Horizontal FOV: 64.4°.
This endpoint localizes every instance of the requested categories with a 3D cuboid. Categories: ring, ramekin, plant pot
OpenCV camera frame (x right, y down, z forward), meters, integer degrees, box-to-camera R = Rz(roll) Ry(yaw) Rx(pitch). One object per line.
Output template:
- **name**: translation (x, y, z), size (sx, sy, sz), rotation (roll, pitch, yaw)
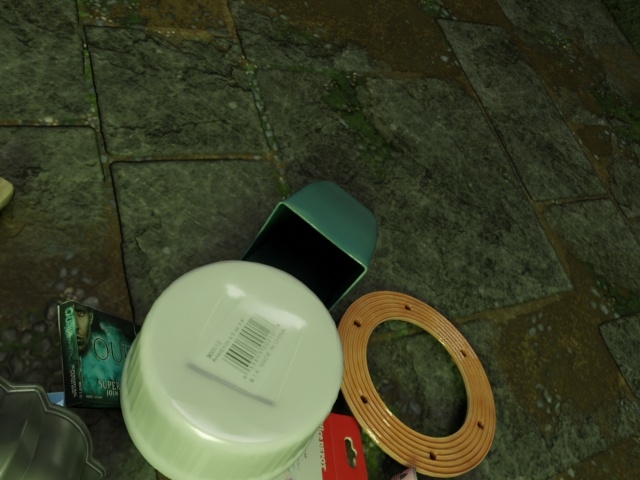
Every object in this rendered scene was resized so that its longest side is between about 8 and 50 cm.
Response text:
- **ring**: translation (0.165, 0.238, 0.889), size (0.337, 0.032, 0.336), rotation (21, 43, -21)
- **ramekin**: translation (-0.105, 0.159, 0.649), size (0.277, 0.135, 0.277), rotation (12, 52, -16)
- **plant pot**: translation (0.000, 0.000, 0.887), size (0.166, 0.165, 0.234), rotation (39, 31, 0)

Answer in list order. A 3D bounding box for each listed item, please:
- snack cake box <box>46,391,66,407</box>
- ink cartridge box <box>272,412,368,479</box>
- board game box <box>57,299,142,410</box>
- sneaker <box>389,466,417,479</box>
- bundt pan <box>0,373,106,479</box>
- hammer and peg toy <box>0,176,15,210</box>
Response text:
- **snack cake box**: translation (-0.430, 0.244, 0.569), size (0.265, 0.152, 0.089), rotation (0, 62, -25)
- **ink cartridge box**: translation (-0.056, 0.309, 0.725), size (0.231, 0.078, 0.134), rotation (15, 34, -16)
- **board game box**: translation (-0.277, 0.161, 0.678), size (0.026, 0.186, 0.126), rotation (-19, 68, 3)
- **sneaker**: translation (0.217, 0.451, 0.749), size (0.319, 0.131, 0.112), rotation (30, 17, -9)
- **bundt pan**: translation (-0.365, 0.283, 0.446), size (0.331, 0.124, 0.330), rotation (-5, 104, -23)
- **hammer and peg toy**: translation (-0.625, -0.011, 0.638), size (0.266, 0.127, 0.361), rotation (31, 54, -6)
